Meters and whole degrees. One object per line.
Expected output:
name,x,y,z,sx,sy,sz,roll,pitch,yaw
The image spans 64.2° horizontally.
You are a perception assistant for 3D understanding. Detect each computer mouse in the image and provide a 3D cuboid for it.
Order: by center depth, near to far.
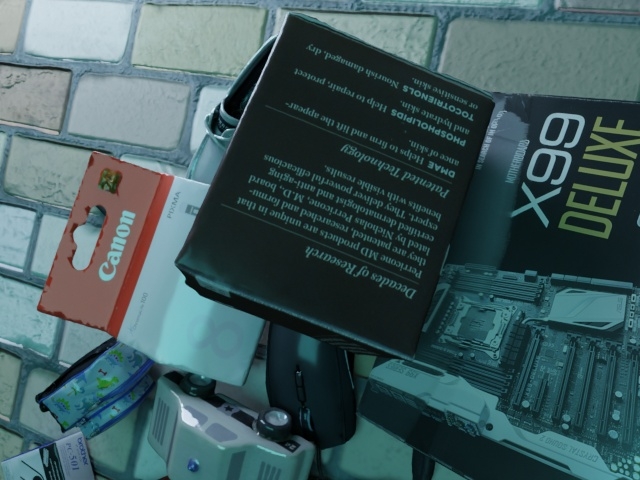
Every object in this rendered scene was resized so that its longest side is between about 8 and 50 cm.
computer mouse,0.023,0.159,0.509,0.184,0.060,0.262,3,87,21

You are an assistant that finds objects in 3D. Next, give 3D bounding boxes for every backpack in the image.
backpack,-0.240,0.160,0.585,0.114,0.105,0.084,-38,97,13

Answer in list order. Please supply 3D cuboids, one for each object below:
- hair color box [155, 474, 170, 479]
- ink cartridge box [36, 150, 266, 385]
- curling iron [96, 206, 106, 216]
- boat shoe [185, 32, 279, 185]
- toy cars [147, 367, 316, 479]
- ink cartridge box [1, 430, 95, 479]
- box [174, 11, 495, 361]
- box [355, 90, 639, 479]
hair color box,-0.199,0.321,0.587,0.141,0.043,0.072,-28,78,17
ink cartridge box,-0.160,0.026,0.532,0.232,0.066,0.189,19,86,-10
curling iron,-0.205,0.023,0.615,0.274,0.035,0.068,44,100,17
boat shoe,-0.088,-0.131,0.559,0.079,0.081,0.227,43,102,16
toy cars,-0.056,0.296,0.488,0.176,0.087,0.393,-34,82,26
ink cartridge box,-0.315,0.353,0.624,0.097,0.046,0.207,-24,80,17
box,0.007,-0.028,0.418,0.167,0.168,0.203,21,77,-4
box,0.192,0.045,0.397,0.242,0.076,0.307,19,85,37
